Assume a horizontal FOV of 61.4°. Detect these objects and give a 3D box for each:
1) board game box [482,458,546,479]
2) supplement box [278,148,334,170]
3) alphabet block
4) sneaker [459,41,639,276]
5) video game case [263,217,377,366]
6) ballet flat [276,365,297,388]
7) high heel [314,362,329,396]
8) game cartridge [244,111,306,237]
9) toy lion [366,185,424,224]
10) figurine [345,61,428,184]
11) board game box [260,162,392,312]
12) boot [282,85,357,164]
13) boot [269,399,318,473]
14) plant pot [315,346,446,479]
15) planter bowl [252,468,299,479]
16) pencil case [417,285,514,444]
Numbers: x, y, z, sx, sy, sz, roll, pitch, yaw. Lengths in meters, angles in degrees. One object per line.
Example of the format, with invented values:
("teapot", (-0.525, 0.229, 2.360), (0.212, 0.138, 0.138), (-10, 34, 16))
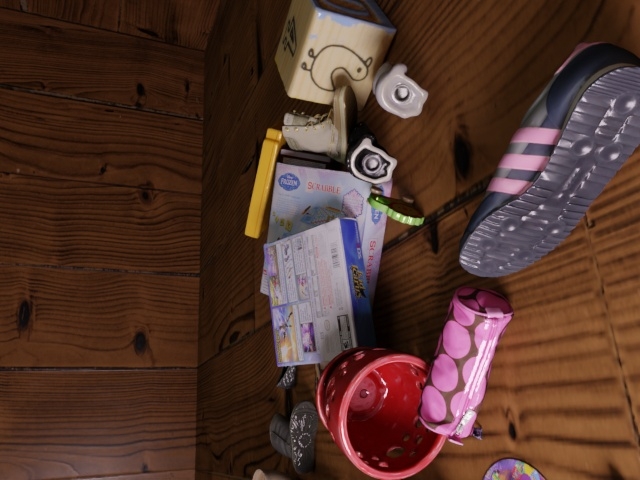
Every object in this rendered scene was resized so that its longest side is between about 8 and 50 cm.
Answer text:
("board game box", (0.247, 0.371, 0.688), (0.133, 0.033, 0.169), (136, 134, -58))
("supplement box", (-0.048, -0.101, 1.357), (0.073, 0.130, 0.240), (-39, -40, -77))
("alphabet block", (0.024, -0.433, 1.198), (0.193, 0.192, 0.197), (-106, 30, -45))
("sneaker", (0.273, -0.090, 0.667), (0.131, 0.112, 0.319), (-85, 18, -48))
("video game case", (-0.009, 0.113, 1.103), (0.244, 0.061, 0.270), (-18, 76, 45))
("ballet flat", (-0.088, 0.321, 1.479), (0.057, 0.049, 0.173), (176, 99, -66))
("high heel", (0.031, 0.245, 1.144), (0.261, 0.093, 0.186), (-176, 85, -76))
("game cartridge", (-0.115, -0.187, 1.469), (0.324, 0.052, 0.285), (-68, -7, -67))
("toy lion", (0.136, -0.058, 0.970), (0.096, 0.100, 0.034), (-89, 15, -66))
("figurine", (0.112, -0.240, 1.042), (0.209, 0.092, 0.215), (-100, 31, -67))
("board game box", (0.000, 0.000, 1.193), (0.318, 0.065, 0.318), (16, 101, 47))
("boot", (-0.004, -0.259, 1.179), (0.213, 0.165, 0.077), (83, -153, -58))
("boot", (-0.074, 0.486, 1.399), (0.208, 0.076, 0.190), (-179, 96, -74))
("plant pot", (0.090, 0.267, 0.889), (0.174, 0.191, 0.191), (180, 95, -71))
("planter bowl", (-0.103, 0.660, 1.362), (0.162, 0.109, 0.162), (-176, 90, -67))
("pencil case", (0.205, 0.173, 0.758), (0.098, 0.095, 0.209), (-66, -12, -76))
